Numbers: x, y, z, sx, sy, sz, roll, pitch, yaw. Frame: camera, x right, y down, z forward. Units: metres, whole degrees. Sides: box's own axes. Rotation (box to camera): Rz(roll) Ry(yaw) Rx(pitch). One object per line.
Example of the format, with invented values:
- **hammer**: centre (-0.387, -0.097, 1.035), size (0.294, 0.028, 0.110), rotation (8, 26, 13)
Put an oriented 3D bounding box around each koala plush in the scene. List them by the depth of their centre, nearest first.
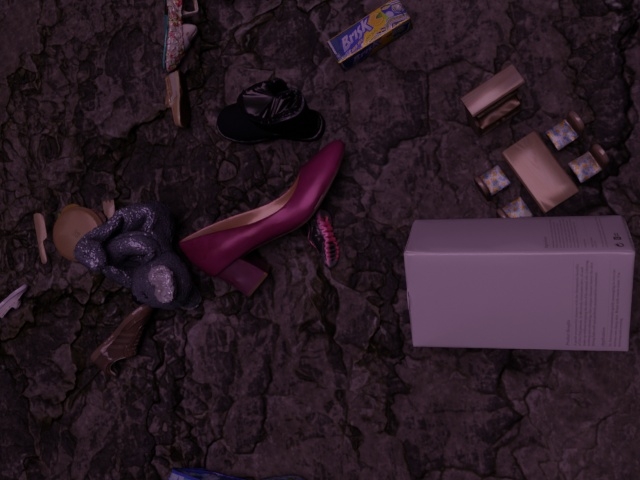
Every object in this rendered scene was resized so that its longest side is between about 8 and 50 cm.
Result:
- **koala plush**: centre (-0.340, 0.051, 1.452), size (0.203, 0.196, 0.221), rotation (-42, 71, -4)

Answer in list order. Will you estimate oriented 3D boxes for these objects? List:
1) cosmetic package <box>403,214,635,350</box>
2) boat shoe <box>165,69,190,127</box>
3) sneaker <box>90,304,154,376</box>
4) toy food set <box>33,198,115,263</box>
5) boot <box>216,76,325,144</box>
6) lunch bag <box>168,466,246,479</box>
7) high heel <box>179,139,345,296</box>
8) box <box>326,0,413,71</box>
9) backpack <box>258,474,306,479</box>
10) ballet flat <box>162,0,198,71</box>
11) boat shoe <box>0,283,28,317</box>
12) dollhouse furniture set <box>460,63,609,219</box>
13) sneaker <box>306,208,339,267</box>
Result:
- **cosmetic package**: centre (0.340, 0.073, 1.245), size (0.365, 0.155, 0.197), rotation (1, 116, 15)
- **boat shoe**: centre (-0.316, -0.306, 1.561), size (0.045, 0.050, 0.135), rotation (-12, 70, 17)
- **sneaker**: centre (-0.404, 0.208, 1.519), size (0.071, 0.066, 0.188), rotation (45, 101, -1)
- **toy food set**: centre (-0.536, -0.018, 1.592), size (0.192, 0.038, 0.133), rotation (-9, 88, 8)
- **boot**: centre (-0.125, -0.257, 1.419), size (0.246, 0.207, 0.094), rotation (6, 85, 16)
- **lunch bag**: centre (-0.234, 0.526, 1.408), size (0.151, 0.096, 0.129), rotation (9, 86, 6)
- **high heel**: centre (-0.113, -0.075, 1.412), size (0.181, 0.127, 0.377), rotation (35, 96, -9)
- **box**: centre (0.101, -0.420, 1.458), size (0.168, 0.054, 0.059), rotation (-31, 76, 10)
- **backpack**: centre (-0.077, 0.511, 1.373), size (0.114, 0.084, 0.105), rotation (-12, 82, 10)
- **ballet flat**: centre (-0.306, -0.489, 1.565), size (0.077, 0.091, 0.241), rotation (1, 87, -7)
- **boat shoe**: centre (-0.694, 0.138, 1.615), size (0.100, 0.035, 0.035), rotation (-41, 102, 3)
- **dollhouse furniture set**: centre (0.370, -0.171, 1.299), size (0.212, 0.161, 0.242), rotation (-34, 76, 8)
- **sneaker**: centre (0.000, 0.000, 1.444), size (0.057, 0.047, 0.119), rotation (-19, 76, 32)
